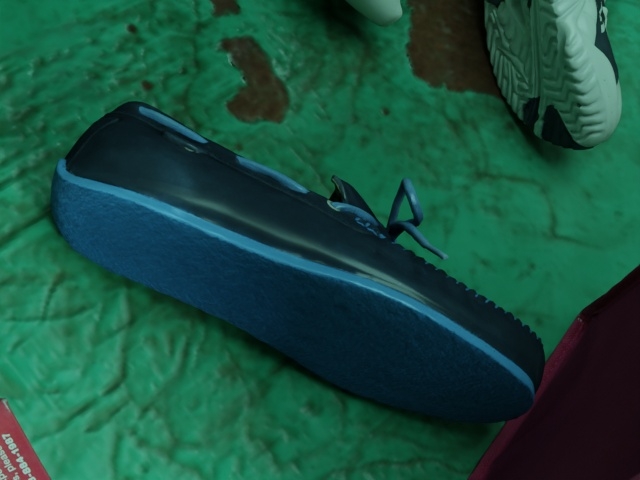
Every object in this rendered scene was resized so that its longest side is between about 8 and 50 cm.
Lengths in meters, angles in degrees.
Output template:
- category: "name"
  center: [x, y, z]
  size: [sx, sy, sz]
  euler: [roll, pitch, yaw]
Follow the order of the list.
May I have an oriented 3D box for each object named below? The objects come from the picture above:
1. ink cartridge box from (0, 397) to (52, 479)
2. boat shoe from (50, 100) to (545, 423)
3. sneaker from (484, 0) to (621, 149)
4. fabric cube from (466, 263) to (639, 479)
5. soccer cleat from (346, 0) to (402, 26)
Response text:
- category: "ink cartridge box"
  center: [-0.167, 0.164, 0.441]
  size: [0.176, 0.127, 0.128]
  euler: [-24, 73, -33]
- category: "boat shoe"
  center: [0.000, 0.000, 0.625]
  size: [0.258, 0.109, 0.089]
  euler: [29, 51, -8]
- category: "sneaker"
  center: [0.176, -0.168, 0.803]
  size: [0.153, 0.094, 0.235]
  euler: [-9, 57, -19]
- category: "fabric cube"
  center: [0.221, 0.137, 0.553]
  size: [0.258, 0.254, 0.259]
  euler: [40, 55, 4]
- category: "soccer cleat"
  center: [0.040, -0.208, 0.794]
  size: [0.076, 0.068, 0.196]
  euler: [52, 39, -29]
